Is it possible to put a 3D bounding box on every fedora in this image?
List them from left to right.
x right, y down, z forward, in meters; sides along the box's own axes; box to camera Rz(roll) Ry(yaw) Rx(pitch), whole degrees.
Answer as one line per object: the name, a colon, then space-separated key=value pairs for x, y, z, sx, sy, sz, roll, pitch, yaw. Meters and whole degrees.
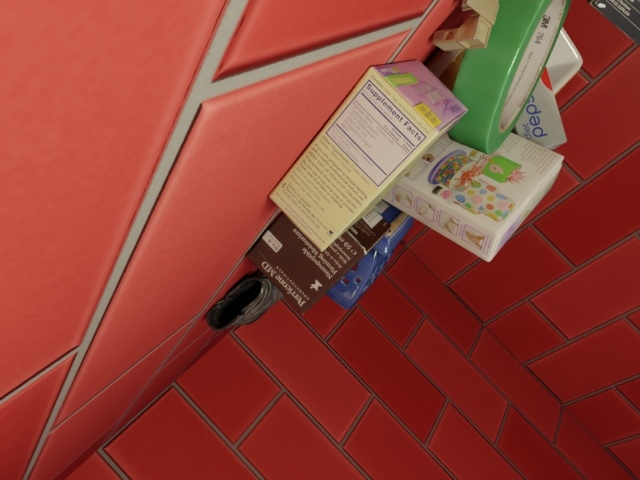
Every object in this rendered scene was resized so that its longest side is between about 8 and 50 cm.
fedora: x=0.249 y=-0.315 z=0.924 sx=0.194 sy=0.079 sz=0.194 roll=-45 pitch=177 yaw=-3

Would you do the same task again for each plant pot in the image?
plant pot: x=0.071 y=-0.021 z=1.185 sx=0.212 sy=0.236 sz=0.236 roll=-55 pitch=170 yaw=35

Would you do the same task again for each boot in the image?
boot: x=-0.132 y=0.110 z=1.309 sx=0.338 sy=0.118 sz=0.222 roll=-49 pitch=171 yaw=1

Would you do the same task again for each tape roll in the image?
tape roll: x=0.323 y=-0.308 z=0.849 sx=0.321 sy=0.077 sz=0.321 roll=-47 pitch=153 yaw=-33

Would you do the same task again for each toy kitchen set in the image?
toy kitchen set: x=0.194 y=-0.320 z=0.700 sx=0.068 sy=0.075 sz=0.084 roll=11 pitch=95 yaw=-41

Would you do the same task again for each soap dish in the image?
soap dish: x=0.460 y=-0.410 z=1.200 sx=0.291 sy=0.229 sz=0.118 roll=-44 pitch=-167 yaw=-12

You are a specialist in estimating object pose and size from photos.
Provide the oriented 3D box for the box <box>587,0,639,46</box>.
box: x=0.595 y=-0.517 z=0.819 sx=0.312 sy=0.178 sz=0.343 roll=-49 pitch=-164 yaw=40

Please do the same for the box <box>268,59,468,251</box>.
box: x=0.075 y=-0.132 z=0.749 sx=0.243 sy=0.117 sz=0.213 roll=-46 pitch=176 yaw=33

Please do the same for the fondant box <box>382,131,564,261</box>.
fondant box: x=0.258 y=-0.140 z=0.988 sx=0.238 sy=0.330 sz=0.096 roll=-43 pitch=150 yaw=-24

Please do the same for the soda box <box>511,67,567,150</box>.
soda box: x=0.413 y=-0.318 z=1.049 sx=0.097 sy=0.287 sz=0.091 roll=-12 pitch=175 yaw=-1

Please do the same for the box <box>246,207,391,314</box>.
box: x=0.000 y=0.000 z=1.000 sx=0.203 sy=0.168 sz=0.167 roll=-47 pitch=176 yaw=30
